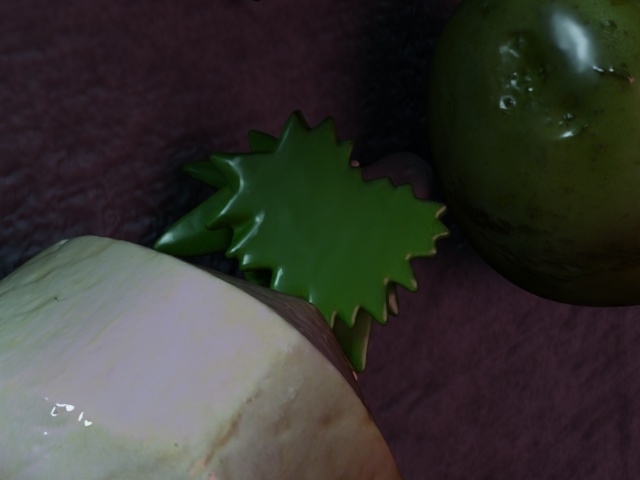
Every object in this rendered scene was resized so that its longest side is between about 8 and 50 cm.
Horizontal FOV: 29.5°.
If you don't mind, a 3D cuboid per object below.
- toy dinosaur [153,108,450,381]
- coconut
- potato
[{"bbox_3d":[-0.007,-0.002,0.731,0.194,0.152,0.177,-59,173,-12],"label":"toy dinosaur"},{"bbox_3d":[-0.080,0.116,0.559,0.259,0.259,0.259,-9,103,-47],"label":"coconut"},{"bbox_3d":[0.178,-0.060,0.819,0.215,0.216,0.304,-62,161,-21],"label":"potato"}]
